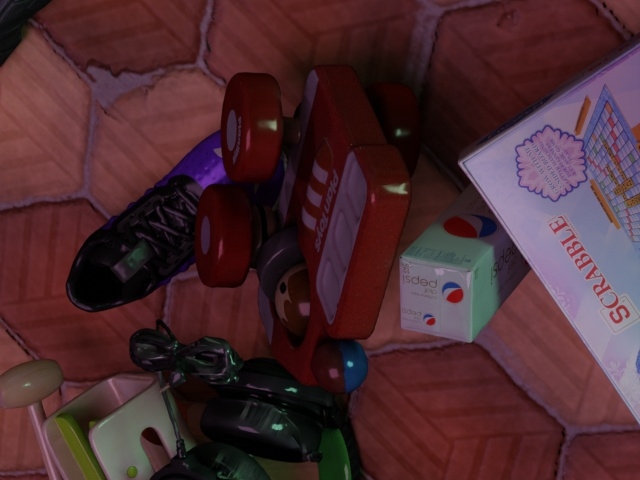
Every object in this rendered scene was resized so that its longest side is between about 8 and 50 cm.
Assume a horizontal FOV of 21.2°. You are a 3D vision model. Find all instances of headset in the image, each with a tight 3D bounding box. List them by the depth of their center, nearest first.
[{"bbox_3d":[-0.061,0.218,1.678,0.185,0.243,0.394,1,140,39],"label":"headset"}]

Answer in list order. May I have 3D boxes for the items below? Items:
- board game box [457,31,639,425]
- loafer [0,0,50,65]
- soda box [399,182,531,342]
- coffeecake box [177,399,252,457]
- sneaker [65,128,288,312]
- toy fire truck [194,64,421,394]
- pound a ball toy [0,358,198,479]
[{"bbox_3d":[0.333,-0.028,1.424,0.318,0.066,0.318,-33,97,12],"label":"board game box"},{"bbox_3d":[-0.325,-0.255,1.709,0.095,0.109,0.302,50,130,2],"label":"loafer"},{"bbox_3d":[0.143,0.006,1.521,0.069,0.216,0.073,11,119,25],"label":"soda box"},{"bbox_3d":[-0.147,0.274,1.908,0.142,0.068,0.185,4,117,26],"label":"coffeecake box"},{"bbox_3d":[-0.152,-0.006,1.716,0.293,0.146,0.102,-37,94,37],"label":"sneaker"},{"bbox_3d":[0.000,0.000,1.544,0.169,0.254,0.302,3,127,-17],"label":"toy fire truck"},{"bbox_3d":[-0.193,0.256,1.821,0.208,0.136,0.319,-4,115,56],"label":"pound a ball toy"}]
